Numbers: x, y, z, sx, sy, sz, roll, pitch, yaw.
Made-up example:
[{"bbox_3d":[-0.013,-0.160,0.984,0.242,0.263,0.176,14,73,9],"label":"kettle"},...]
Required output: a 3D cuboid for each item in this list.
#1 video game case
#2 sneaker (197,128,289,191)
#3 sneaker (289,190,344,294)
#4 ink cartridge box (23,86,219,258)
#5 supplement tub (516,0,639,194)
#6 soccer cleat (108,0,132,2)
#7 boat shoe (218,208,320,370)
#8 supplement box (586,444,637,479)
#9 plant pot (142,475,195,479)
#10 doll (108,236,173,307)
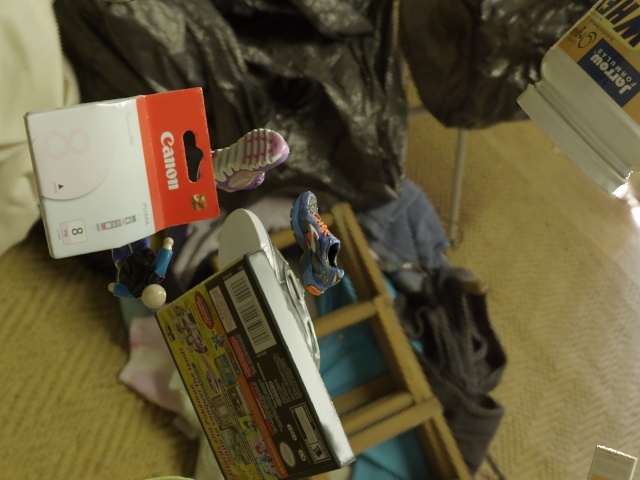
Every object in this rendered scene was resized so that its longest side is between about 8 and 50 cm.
[{"bbox_3d":[-0.093,0.177,1.182,0.035,0.248,0.275,-19,82,-42],"label":"video game case"},{"bbox_3d":[-0.149,-0.160,1.978,0.104,0.236,0.095,35,52,-40],"label":"sneaker"},{"bbox_3d":[0.000,0.000,1.940,0.083,0.087,0.221,16,59,-62],"label":"sneaker"},{"bbox_3d":[-0.251,-0.091,1.211,0.232,0.189,0.066,-10,18,-14],"label":"ink cartridge box"},{"bbox_3d":[0.450,-0.238,1.279,0.228,0.316,0.228,40,18,-16],"label":"supplement tub"},{"bbox_3d":[-0.342,-0.468,1.499,0.121,0.093,0.289,8,-9,0],"label":"soccer cleat"},{"bbox_3d":[-0.076,0.087,1.508,0.102,0.108,0.301,7,52,-46],"label":"boat shoe"},{"bbox_3d":[0.446,0.374,1.442,0.062,0.098,0.036,17,-4,26],"label":"supplement box"},{"bbox_3d":[-0.282,0.605,1.644,0.276,0.276,0.254,-57,139,-59],"label":"plant pot"},{"bbox_3d":[-0.286,0.037,1.490,0.046,0.129,0.189,50,6,-45],"label":"doll"}]
